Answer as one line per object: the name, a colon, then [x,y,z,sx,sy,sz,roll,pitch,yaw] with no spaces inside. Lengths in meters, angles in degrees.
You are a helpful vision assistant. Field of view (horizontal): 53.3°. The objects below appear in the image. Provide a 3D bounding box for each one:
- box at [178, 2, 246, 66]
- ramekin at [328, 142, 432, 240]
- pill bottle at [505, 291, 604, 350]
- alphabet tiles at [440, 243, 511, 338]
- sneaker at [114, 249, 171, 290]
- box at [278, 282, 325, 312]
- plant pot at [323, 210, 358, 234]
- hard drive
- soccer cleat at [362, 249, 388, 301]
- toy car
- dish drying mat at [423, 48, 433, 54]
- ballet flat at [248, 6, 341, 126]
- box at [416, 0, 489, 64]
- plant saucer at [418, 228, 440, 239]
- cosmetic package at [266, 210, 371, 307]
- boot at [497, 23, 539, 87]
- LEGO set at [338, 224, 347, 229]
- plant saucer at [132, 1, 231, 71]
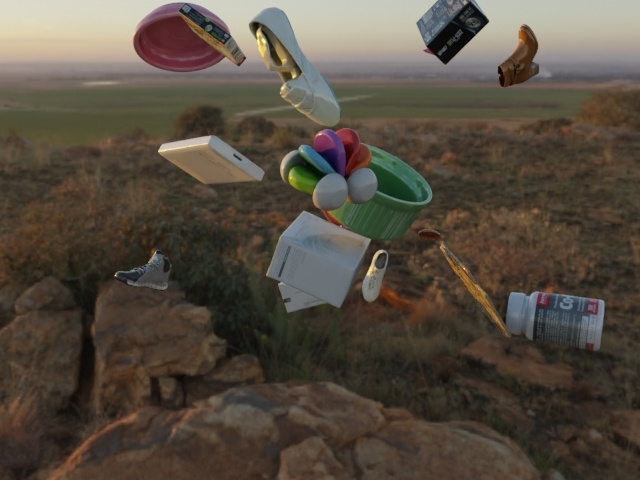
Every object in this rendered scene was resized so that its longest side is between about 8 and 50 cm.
box: [-0.312,-0.595,1.843,0.207,0.036,0.114,40,-3,23]
ramekin: [0.146,-0.134,1.795,0.303,0.148,0.303,21,30,-12]
pill bottle: [0.746,0.250,2.035,0.283,0.161,0.161,7,18,23]
alphabet tiles: [0.490,0.161,2.025,0.011,0.342,0.285,-36,36,2]
sneaker: [-0.585,0.089,2.137,0.086,0.132,0.228,23,1,27]
box: [-0.035,0.176,2.422,0.181,0.119,0.182,-16,7,20]
plant pot: [0.154,-0.194,2.349,0.272,0.272,0.265,-3,-20,-10]
hard drive: [-0.335,-0.238,1.931,0.203,0.040,0.307,34,-19,-36]
soccer cleat: [0.198,0.126,2.302,0.068,0.196,0.076,17,-6,-1]
toy car: [0.022,-0.149,1.230,0.182,0.136,0.159,-14,40,-36]
dish drying mat: [0.419,-0.690,2.348,0.083,0.008,0.032,31,44,32]
ballet flat: [-0.089,-0.496,1.880,0.139,0.400,0.139,-30,1,1]
box: [0.331,-0.553,1.618,0.077,0.147,0.180,35,28,-24]
plant saucer: [0.407,-0.023,2.380,0.083,0.013,0.083,9,-20,3]
cosmetic package: [0.002,0.047,1.809,0.224,0.138,0.224,24,26,6]
boot: [0.690,-0.647,2.254,0.152,0.197,0.073,-24,23,-11]
LEGO set: [0.000,0.000,2.127,0.087,0.093,0.227,14,-9,-18]
plant saucer: [-0.472,-0.702,2.184,0.332,0.084,0.332,-8,-17,-3]
